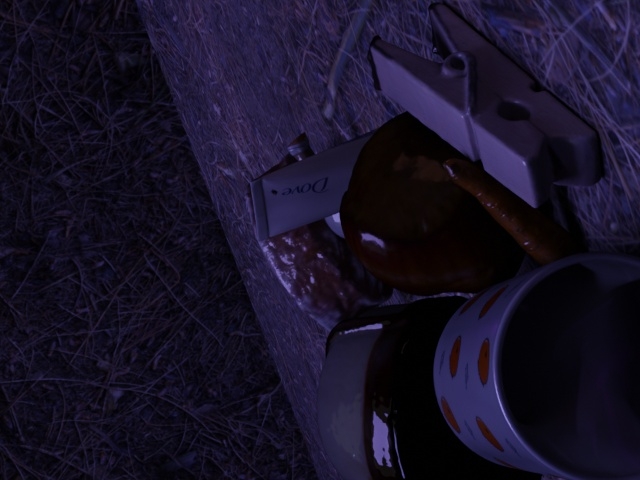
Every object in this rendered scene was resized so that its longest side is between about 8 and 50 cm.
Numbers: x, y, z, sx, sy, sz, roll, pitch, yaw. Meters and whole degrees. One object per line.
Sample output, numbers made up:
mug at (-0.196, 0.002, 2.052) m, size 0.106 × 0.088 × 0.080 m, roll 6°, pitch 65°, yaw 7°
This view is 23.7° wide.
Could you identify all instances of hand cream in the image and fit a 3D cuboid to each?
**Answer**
hand cream at (0.028, -0.081, 1.922) m, size 0.133 × 0.248 × 0.083 m, roll 81°, pitch 163°, yaw -56°

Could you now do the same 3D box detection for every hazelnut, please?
hazelnut at (0.130, -0.037, 1.712) m, size 0.229 × 0.229 × 0.229 m, roll 60°, pitch 167°, yaw 24°

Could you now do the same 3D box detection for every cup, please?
cup at (0.234, 0.131, 1.532) m, size 0.212 × 0.212 × 0.317 m, roll 65°, pitch 169°, yaw 2°

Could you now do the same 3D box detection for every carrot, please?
carrot at (0.200, -0.026, 1.584) m, size 0.191 × 0.047 × 0.047 m, roll 37°, pitch 180°, yaw -24°

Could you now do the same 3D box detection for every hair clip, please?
hair clip at (0.167, -0.141, 1.583) m, size 0.331 × 0.101 × 0.085 m, roll 48°, pitch 156°, yaw 49°

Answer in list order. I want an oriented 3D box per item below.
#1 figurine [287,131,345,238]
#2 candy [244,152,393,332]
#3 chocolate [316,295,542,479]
figurine at (0.033, -0.079, 2.243) m, size 0.197 × 0.093 × 0.147 m, roll 60°, pitch -165°, yaw -5°
candy at (0.000, 0.000, 2.364) m, size 0.214 × 0.157 × 0.289 m, roll 5°, pitch -129°, yaw -59°
chocolate at (0.115, 0.199, 1.772) m, size 0.186 × 0.283 × 0.283 m, roll -11°, pitch 105°, yaw 47°
